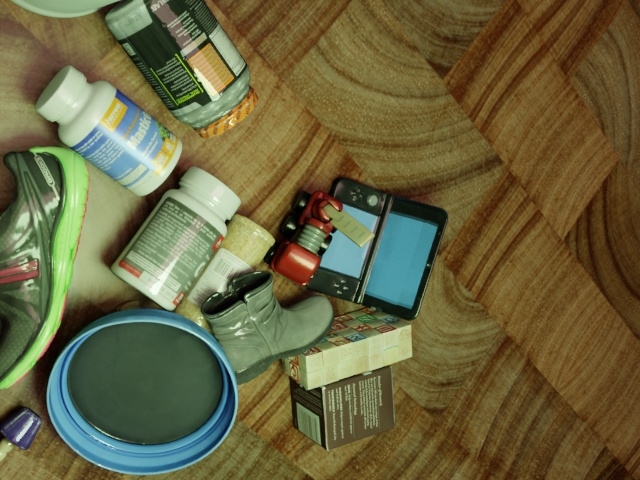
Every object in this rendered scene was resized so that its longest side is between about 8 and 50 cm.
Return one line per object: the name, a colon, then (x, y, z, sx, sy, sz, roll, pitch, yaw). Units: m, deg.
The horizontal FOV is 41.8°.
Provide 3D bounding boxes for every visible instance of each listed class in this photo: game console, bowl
game console: (0.135, 0.020, 2.055, 0.250, 0.173, 0.293, 18, 88, -32)
bowl: (-0.370, 0.316, 1.761, 0.391, 0.077, 0.391, -2, 115, -5)

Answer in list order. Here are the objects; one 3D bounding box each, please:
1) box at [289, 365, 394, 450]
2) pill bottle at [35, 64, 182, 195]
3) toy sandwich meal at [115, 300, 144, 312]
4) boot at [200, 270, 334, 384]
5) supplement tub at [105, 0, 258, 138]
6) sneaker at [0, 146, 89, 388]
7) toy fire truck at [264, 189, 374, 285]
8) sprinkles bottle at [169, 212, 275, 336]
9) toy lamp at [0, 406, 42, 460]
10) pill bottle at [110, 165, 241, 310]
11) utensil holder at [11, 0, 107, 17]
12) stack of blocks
box: (0.052, 0.389, 2.069, 0.203, 0.168, 0.167, -12, 104, -30)
pill bottle: (-0.426, -0.223, 1.684, 0.272, 0.152, 0.152, 39, 78, -31)
toy sandwich meal: (-0.417, 0.174, 1.831, 0.085, 0.029, 0.086, -15, 114, -37)
boot: (-0.102, 0.157, 1.868, 0.338, 0.118, 0.223, -33, 131, -36)
supplement tub: (-0.276, -0.379, 1.725, 0.193, 0.193, 0.316, -43, 118, -18)
sneaker: (-0.590, 0.049, 1.644, 0.202, 0.185, 0.483, 12, 89, -14)
toy fire truck: (0.000, 0.000, 1.903, 0.158, 0.246, 0.217, 30, 82, -10)
sprinkles bottle: (-0.241, 0.115, 1.872, 0.121, 0.121, 0.355, 38, 78, -30)
toy lamp: (-0.674, 0.459, 1.693, 0.080, 0.080, 0.275, 46, 74, -29)
pill bottle: (-0.302, -0.006, 1.791, 0.161, 0.161, 0.283, 41, 77, -30)
utensil holder: (-0.426, -0.579, 1.487, 0.327, 0.385, 0.328, -5, 100, -30)
stack of blocks: (0.054, 0.256, 2.044, 0.297, 0.171, 0.087, -13, 108, -28)
